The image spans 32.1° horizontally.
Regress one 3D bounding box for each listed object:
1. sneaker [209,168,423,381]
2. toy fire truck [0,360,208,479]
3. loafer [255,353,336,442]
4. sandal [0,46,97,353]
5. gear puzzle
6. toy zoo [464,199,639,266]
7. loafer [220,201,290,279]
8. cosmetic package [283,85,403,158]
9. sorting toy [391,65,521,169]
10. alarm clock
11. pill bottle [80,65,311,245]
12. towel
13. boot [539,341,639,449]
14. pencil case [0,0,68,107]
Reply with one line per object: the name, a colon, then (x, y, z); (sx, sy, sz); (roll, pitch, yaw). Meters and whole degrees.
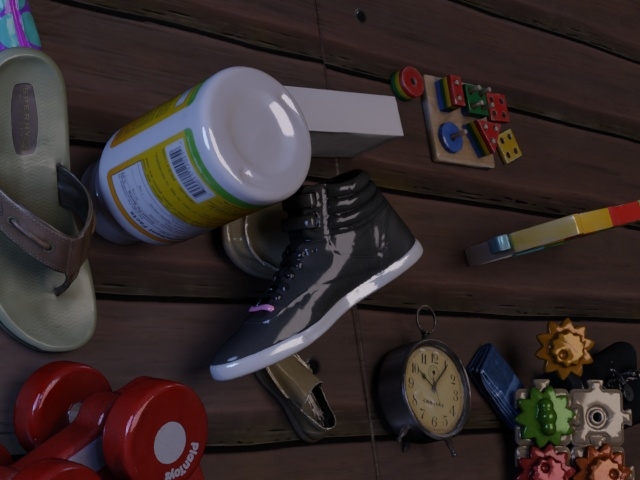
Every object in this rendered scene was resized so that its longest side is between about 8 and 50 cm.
sneaker: (-0.029, 0.027, 1.226); (0.296, 0.105, 0.146); (-36, 104, -26)
toy fire truck: (-0.215, 0.267, 1.010); (0.302, 0.169, 0.253); (-37, 121, -43)
loafer: (-0.026, 0.166, 1.287); (0.148, 0.050, 0.056); (56, 46, -13)
sandal: (-0.270, -0.032, 1.065); (0.120, 0.086, 0.302); (-18, 109, -42)
gear puzzle: (0.352, 0.274, 1.524); (0.176, 0.044, 0.338); (2, 81, -9)
toy zoo: (0.343, -0.011, 1.600); (0.293, 0.192, 0.030); (-11, 83, -46)
loafer: (0.000, 0.000, 1.340); (0.269, 0.092, 0.101); (12, 68, -41)
cosmetic package: (-0.016, -0.146, 1.374); (0.239, 0.099, 0.060); (-2, 74, -44)
sorting toy: (0.221, -0.178, 1.647); (0.275, 0.046, 0.132); (4, 73, -43)
alarm clock: (0.132, 0.175, 1.425); (0.129, 0.064, 0.192); (22, 64, -37)
pill bottle: (-0.137, -0.072, 1.126); (0.136, 0.246, 0.136); (17, 65, -40)
towel: (0.255, 0.205, 1.557); (0.119, 0.029, 0.067); (53, 46, -16)
boot: (0.441, 0.282, 1.658); (0.207, 0.094, 0.246); (-9, 76, -41)
pencil case: (-0.310, -0.196, 1.130); (0.065, 0.070, 0.151); (-15, 85, -41)
